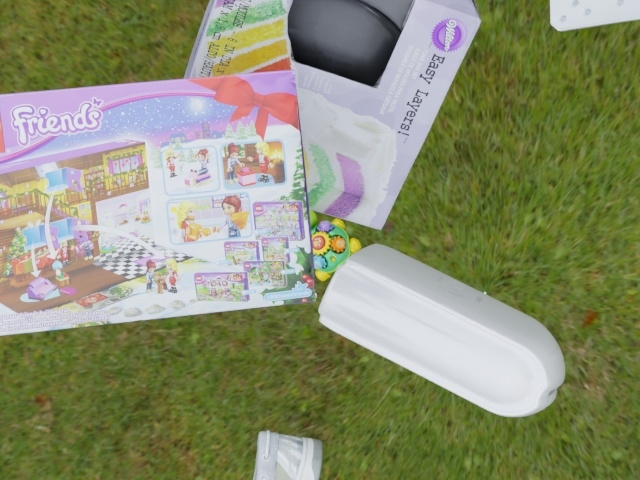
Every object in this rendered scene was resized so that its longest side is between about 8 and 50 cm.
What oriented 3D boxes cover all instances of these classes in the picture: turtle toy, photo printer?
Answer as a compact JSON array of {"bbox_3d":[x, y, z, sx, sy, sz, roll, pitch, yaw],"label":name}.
[{"bbox_3d":[0.000,0.000,1.736,0.095,0.066,0.130,-43,62,9],"label":"turtle toy"},{"bbox_3d":[0.168,0.116,1.325,0.307,0.256,0.107,27,99,10],"label":"photo printer"}]

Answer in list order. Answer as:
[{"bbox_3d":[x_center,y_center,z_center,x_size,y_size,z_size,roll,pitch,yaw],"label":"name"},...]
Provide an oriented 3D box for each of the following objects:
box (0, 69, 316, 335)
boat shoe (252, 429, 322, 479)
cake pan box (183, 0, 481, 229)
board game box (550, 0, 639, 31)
[{"bbox_3d":[-0.157,-0.034,0.880,0.293,0.057,0.201,-5,97,-6],"label":"box"},{"bbox_3d":[-0.093,0.412,1.519,0.103,0.118,0.320,19,119,-10],"label":"boat shoe"},{"bbox_3d":[-0.003,-0.160,1.010,0.245,0.070,0.267,16,122,-15],"label":"cake pan box"},{"bbox_3d":[0.543,-0.538,1.581,0.390,0.050,0.390,-2,88,36],"label":"board game box"}]
